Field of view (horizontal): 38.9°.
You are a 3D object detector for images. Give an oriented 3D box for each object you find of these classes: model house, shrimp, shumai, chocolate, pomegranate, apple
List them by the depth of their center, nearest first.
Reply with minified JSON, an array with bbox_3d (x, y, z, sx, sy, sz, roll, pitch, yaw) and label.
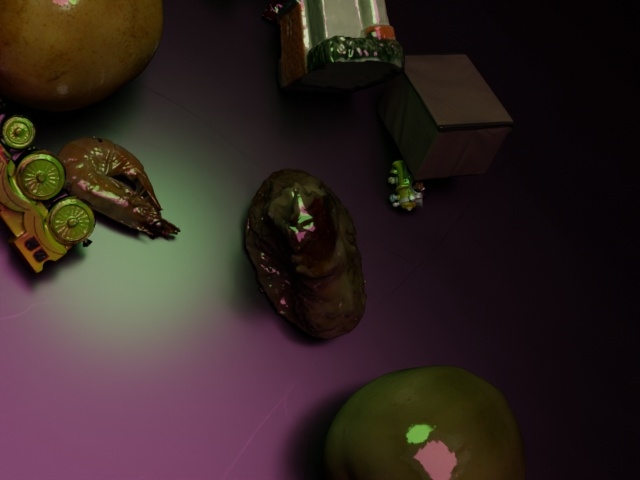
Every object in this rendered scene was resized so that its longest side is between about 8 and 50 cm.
[{"bbox_3d":[-0.474,-0.444,1.596,0.417,0.417,0.416,6,72,-18],"label":"pomegranate"},{"bbox_3d":[0.192,0.392,1.601,0.358,0.357,0.357,6,72,-18],"label":"apple"},{"bbox_3d":[0.002,-0.001,1.684,0.217,0.283,0.346,-13,76,-21],"label":"shumai"},{"bbox_3d":[-0.372,-0.095,1.705,0.267,0.061,0.145,36,56,-4],"label":"shrimp"},{"bbox_3d":[0.029,-0.458,1.812,0.190,0.271,0.300,-8,90,-23],"label":"model house"},{"bbox_3d":[-0.057,-0.535,1.971,0.086,0.028,0.182,29,67,-7],"label":"chocolate"}]

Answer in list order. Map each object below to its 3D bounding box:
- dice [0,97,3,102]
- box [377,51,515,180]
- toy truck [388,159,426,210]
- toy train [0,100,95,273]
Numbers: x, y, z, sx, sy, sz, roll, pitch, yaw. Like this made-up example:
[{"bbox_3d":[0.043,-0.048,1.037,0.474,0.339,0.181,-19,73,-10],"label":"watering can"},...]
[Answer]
[{"bbox_3d":[-0.613,-0.216,1.636,0.091,0.094,0.093,-31,86,-22],"label":"dice"},{"bbox_3d":[0.251,-0.258,1.877,0.188,0.153,0.252,-5,48,-23],"label":"box"},{"bbox_3d":[0.181,-0.115,1.904,0.077,0.076,0.111,-6,72,3],"label":"toy truck"},{"bbox_3d":[-0.518,-0.091,1.574,0.161,0.100,0.296,-36,108,-17],"label":"toy train"}]
